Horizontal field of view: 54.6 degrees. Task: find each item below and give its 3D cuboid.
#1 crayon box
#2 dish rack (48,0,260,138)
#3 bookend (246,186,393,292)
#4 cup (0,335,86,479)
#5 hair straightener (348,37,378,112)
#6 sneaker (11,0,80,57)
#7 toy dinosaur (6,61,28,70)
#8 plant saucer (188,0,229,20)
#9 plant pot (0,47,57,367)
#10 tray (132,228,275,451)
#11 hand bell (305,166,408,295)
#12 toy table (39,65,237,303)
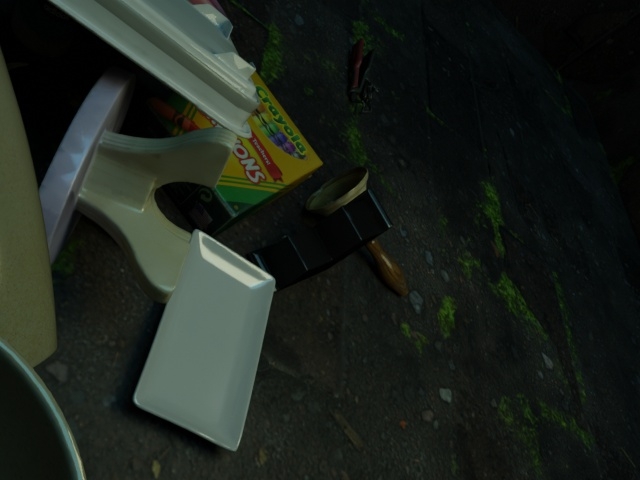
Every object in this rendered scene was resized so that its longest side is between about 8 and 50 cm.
[{"bbox_3d":[-0.126,-0.152,0.980,0.202,0.081,0.318,53,36,-2],"label":"crayon box"},{"bbox_3d":[-0.206,-0.282,0.737,0.332,0.072,0.286,32,21,-35],"label":"dish rack"},{"bbox_3d":[0.000,0.000,0.937,0.157,0.156,0.072,-21,79,-52],"label":"bookend"},{"bbox_3d":[-0.335,0.203,0.340,0.331,0.237,0.331,28,45,-32],"label":"cup"},{"bbox_3d":[0.109,-0.374,1.440,0.089,0.047,0.231,31,43,-28],"label":"hair straightener"},{"bbox_3d":[-0.360,-0.403,0.882,0.108,0.121,0.302,18,49,-39],"label":"sneaker"},{"bbox_3d":[-0.422,-0.168,0.705,0.093,0.053,0.183,49,42,-34],"label":"toy dinosaur"},{"bbox_3d":[-0.276,-0.449,0.957,0.332,0.084,0.332,51,8,-11],"label":"plant saucer"},{"bbox_3d":[-0.334,-0.005,0.496,0.256,0.256,0.274,-34,105,-54],"label":"plant pot"},{"bbox_3d":[-0.142,0.120,0.791,0.145,0.030,0.270,36,40,-25],"label":"tray"},{"bbox_3d":[0.089,0.003,1.104,0.242,0.126,0.126,56,34,-20],"label":"hand bell"},{"bbox_3d":[-0.207,-0.065,0.708,0.160,0.252,0.274,22,59,-14],"label":"toy table"}]
